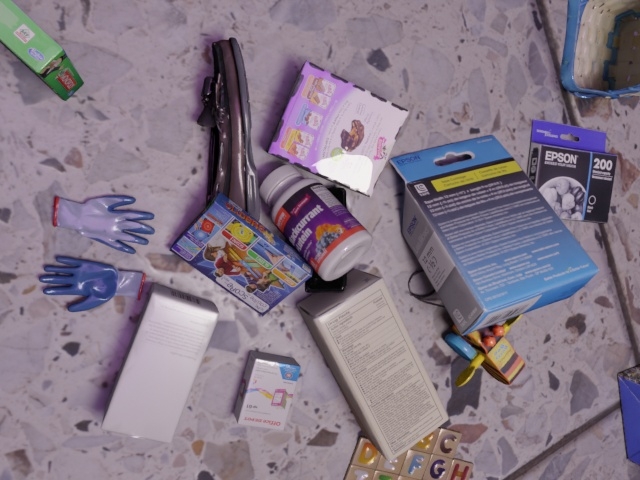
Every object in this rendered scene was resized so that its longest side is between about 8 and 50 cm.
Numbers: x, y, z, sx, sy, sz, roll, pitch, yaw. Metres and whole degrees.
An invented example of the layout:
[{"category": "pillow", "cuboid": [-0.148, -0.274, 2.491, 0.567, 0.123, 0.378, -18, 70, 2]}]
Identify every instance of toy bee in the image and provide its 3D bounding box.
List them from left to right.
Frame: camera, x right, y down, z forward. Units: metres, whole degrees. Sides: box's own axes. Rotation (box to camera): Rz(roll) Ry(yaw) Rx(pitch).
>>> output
[{"category": "toy bee", "cuboid": [0.308, 0.197, 0.994, 0.299, 0.162, 0.195, 23, 89, -19]}]

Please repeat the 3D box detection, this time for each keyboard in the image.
[{"category": "keyboard", "cuboid": [0.000, 0.000, 0.922, 0.100, 0.038, 0.191, -1, 75, 9]}]

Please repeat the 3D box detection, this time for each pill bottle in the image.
[{"category": "pill bottle", "cuboid": [-0.014, -0.035, 0.856, 0.108, 0.108, 0.193, -39, 70, -11]}]

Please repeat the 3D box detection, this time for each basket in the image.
[{"category": "basket", "cuboid": [0.574, -0.405, 1.002, 0.289, 0.201, 0.254, 1, 96, -28]}]

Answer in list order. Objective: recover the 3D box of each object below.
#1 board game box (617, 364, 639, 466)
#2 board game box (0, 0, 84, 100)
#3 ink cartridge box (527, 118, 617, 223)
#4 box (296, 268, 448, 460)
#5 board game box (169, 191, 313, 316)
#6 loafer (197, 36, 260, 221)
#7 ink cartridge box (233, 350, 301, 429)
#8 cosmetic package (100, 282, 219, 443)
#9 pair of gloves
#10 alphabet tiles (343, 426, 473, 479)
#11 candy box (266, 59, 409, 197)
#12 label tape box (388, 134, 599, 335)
[{"category": "board game box", "cuboid": [0.883, 0.401, 1.215, 0.291, 0.141, 0.231, -14, 100, -16]}, {"category": "board game box", "cuboid": [-0.460, -0.328, 0.660, 0.317, 0.213, 0.046, 45, 81, -17]}, {"category": "ink cartridge box", "cuboid": [0.539, -0.146, 1.100, 0.207, 0.045, 0.208, 4, 93, -18]}, {"category": "box", "cuboid": [0.095, 0.223, 0.945, 0.148, 0.121, 0.310, -28, 103, -14]}, {"category": "board game box", "cuboid": [-0.131, 0.029, 0.858, 0.201, 0.035, 0.136, 39, 120, -18]}, {"category": "loafer", "cuboid": [-0.159, -0.171, 0.835, 0.095, 0.109, 0.302, -8, 101, -12]}, {"category": "ink cartridge box", "cuboid": [-0.096, 0.271, 0.923, 0.089, 0.052, 0.122, 15, 92, -19]}, {"category": "cosmetic package", "cuboid": [-0.263, 0.200, 0.845, 0.118, 0.085, 0.230, 22, 90, -19]}, {"category": "pair of gloves", "cuboid": [-0.358, 0.021, 0.828, 0.160, 0.023, 0.198, 9, 91, -17]}, {"category": "alphabet tiles", "cuboid": [0.166, 0.541, 1.058, 0.285, 0.011, 0.342, 21, 88, -19]}, {"category": "candy box", "cuboid": [0.028, -0.188, 0.889, 0.197, 0.070, 0.164, 23, 96, -12]}, {"category": "label tape box", "cuboid": [0.301, -0.025, 0.970, 0.250, 0.115, 0.347, -15, 58, -18]}]
